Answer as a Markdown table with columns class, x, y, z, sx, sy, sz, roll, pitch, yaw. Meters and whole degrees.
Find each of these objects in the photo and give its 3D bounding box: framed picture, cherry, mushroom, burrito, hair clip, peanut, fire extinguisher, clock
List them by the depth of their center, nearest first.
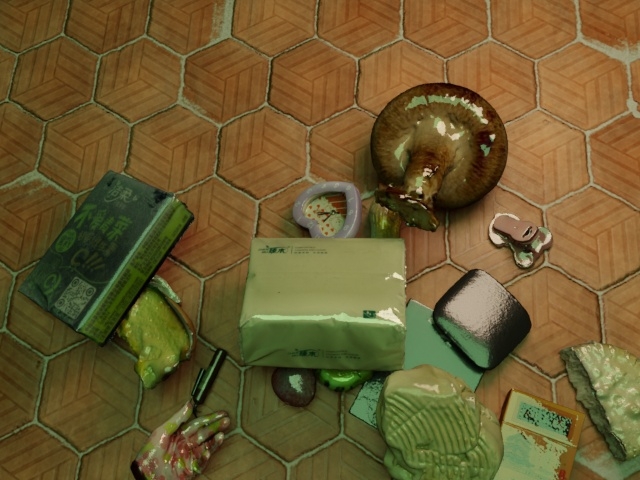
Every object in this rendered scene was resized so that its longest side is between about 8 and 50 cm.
| class | x | y | z | sx | sy | sz | roll | pitch | yaw |
| --- | --- | --- | --- | --- | --- | --- | --- | --- | --- |
| cherry | -0.080 | 0.302 | 1.757 | 0.107 | 0.090 | 0.225 | -34 | 62 | 10 |
| framed picture | 0.250 | 0.331 | 1.762 | 0.244 | 0.013 | 0.324 | 27 | 74 | 12 |
| fire extinguisher | -0.283 | 0.342 | 1.780 | 0.049 | 0.035 | 0.173 | 22 | 70 | 7 |
| mushroom | 0.267 | -0.227 | 1.799 | 0.331 | 0.356 | 0.334 | 33 | 109 | 29 |
| clock | 0.033 | -0.070 | 1.846 | 0.172 | 0.064 | 0.198 | -45 | 55 | 1 |
| burrito | -0.409 | 0.132 | 1.855 | 0.074 | 0.044 | 0.118 | -34 | 74 | -4 |
| peanut | 0.163 | -0.027 | 1.857 | 0.087 | 0.087 | 0.206 | 2 | 73 | 4 |
| hair clip | 0.503 | -0.007 | 1.859 | 0.138 | 0.102 | 0.123 | 23 | 68 | 45 |

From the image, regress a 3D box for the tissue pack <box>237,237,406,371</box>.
| class | x | y | z | sx | sy | sz | roll | pitch | yaw |
| --- | --- | --- | --- | --- | --- | --- | --- | --- | --- |
| tissue pack | 0.010 | 0.146 | 1.701 | 0.380 | 0.207 | 0.297 | 0 | 44 | 3 |

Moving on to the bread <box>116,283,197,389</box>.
| class | x | y | z | sx | sy | sz | roll | pitch | yaw |
| --- | --- | --- | --- | --- | --- | --- | --- | --- | --- |
| bread | -0.382 | 0.243 | 1.768 | 0.174 | 0.133 | 0.251 | -43 | 57 | -3 |

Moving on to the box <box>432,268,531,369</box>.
| class | x | y | z | sx | sy | sz | roll | pitch | yaw |
| --- | --- | --- | --- | --- | --- | --- | --- | --- | --- |
| box | 0.391 | 0.190 | 1.780 | 0.201 | 0.042 | 0.212 | -40 | 71 | -17 |

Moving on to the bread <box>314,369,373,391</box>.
| class | x | y | z | sx | sy | sz | roll | pitch | yaw |
| --- | --- | --- | --- | --- | --- | --- | --- | --- | --- |
| bread | 0.059 | 0.301 | 1.751 | 0.130 | 0.071 | 0.139 | 41 | 70 | 17 |

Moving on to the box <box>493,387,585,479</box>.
| class | x | y | z | sx | sy | sz | roll | pitch | yaw |
| --- | --- | --- | --- | --- | --- | --- | --- | --- | --- |
| box | 0.474 | 0.496 | 1.657 | 0.174 | 0.076 | 0.274 | 19 | 73 | 9 |

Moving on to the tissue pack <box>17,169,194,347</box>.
| class | x | y | z | sx | sy | sz | roll | pitch | yaw |
| --- | --- | --- | --- | --- | --- | --- | --- | --- | --- |
| tissue pack | -0.530 | 0.031 | 1.810 | 0.288 | 0.124 | 0.394 | 21 | 73 | 36 |

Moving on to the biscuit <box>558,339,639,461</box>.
| class | x | y | z | sx | sy | sz | roll | pitch | yaw |
| --- | --- | --- | --- | --- | --- | --- | --- | --- | --- |
| biscuit | 0.692 | 0.346 | 1.692 | 0.179 | 0.084 | 0.281 | -26 | 70 | -5 |

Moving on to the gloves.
| class | x | y | z | sx | sy | sz | roll | pitch | yaw |
| --- | --- | --- | --- | --- | --- | --- | --- | --- | --- |
| gloves | -0.316 | 0.478 | 1.694 | 0.241 | 0.126 | 0.145 | -30 | 63 | -36 |

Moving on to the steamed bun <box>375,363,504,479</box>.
| class | x | y | z | sx | sy | sz | roll | pitch | yaw |
| --- | --- | --- | --- | --- | --- | --- | --- | --- | --- |
| steamed bun | 0.257 | 0.418 | 1.622 | 0.289 | 0.203 | 0.276 | 22 | 101 | 10 |
